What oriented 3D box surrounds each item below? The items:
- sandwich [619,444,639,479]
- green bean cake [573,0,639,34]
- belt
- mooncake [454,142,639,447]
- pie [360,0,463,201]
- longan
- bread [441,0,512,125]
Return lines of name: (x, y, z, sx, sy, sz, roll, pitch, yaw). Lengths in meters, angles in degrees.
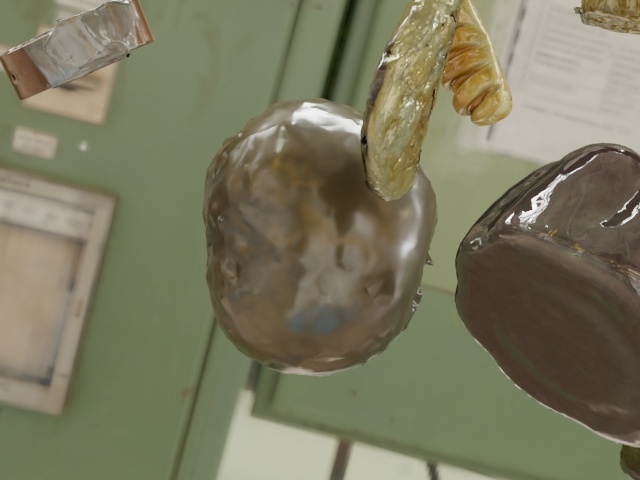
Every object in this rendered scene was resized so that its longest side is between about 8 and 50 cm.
sandwich: (0.495, 0.291, 1.838, 0.250, 0.162, 0.301, 60, -8, 26)
green bean cake: (0.520, -0.394, 2.084, 0.224, 0.131, 0.229, 8, 7, 11)
belt: (-0.421, -0.335, 2.278, 0.261, 0.105, 0.184, -23, 12, -1)
mooncake: (0.274, 0.053, 1.243, 0.306, 0.154, 0.306, 38, -23, 19)
pie: (0.123, -0.205, 1.714, 0.077, 0.339, 0.339, 18, 10, 10)
longan: (0.004, -0.004, 2.090, 0.404, 0.436, 0.404, -9, -11, -2)
bread: (0.274, -0.369, 2.551, 0.121, 0.311, 0.173, -24, -11, 13)
